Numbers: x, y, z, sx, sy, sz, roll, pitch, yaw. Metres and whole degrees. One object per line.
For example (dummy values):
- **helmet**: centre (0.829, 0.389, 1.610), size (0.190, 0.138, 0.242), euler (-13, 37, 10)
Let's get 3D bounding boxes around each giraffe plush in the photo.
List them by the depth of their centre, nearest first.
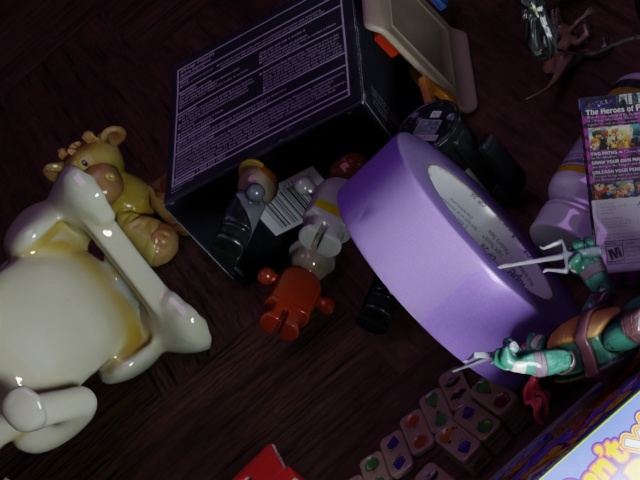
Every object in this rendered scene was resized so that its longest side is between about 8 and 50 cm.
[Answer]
- **giraffe plush**: centre (-0.283, -0.070, 2.136), size (0.181, 0.170, 0.210), euler (-45, 36, -6)

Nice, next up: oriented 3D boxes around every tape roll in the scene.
- **tape roll**: centre (0.143, 0.018, 1.565), size (0.090, 0.275, 0.275), euler (-43, 34, 16)

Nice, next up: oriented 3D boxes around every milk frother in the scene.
- **milk frother**: centre (0.148, -0.063, 1.774), size (0.143, 0.135, 0.129), euler (-48, 37, -9)

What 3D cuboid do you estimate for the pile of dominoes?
- **pile of dominoes**: centre (0.104, 0.244, 1.574), size (0.251, 0.040, 0.196), euler (-45, 36, -8)

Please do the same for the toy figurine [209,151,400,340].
- **toy figurine**: centre (0.000, 0.000, 1.780), size (0.213, 0.209, 0.148), euler (-8, 41, 36)

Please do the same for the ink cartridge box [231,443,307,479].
- **ink cartridge box**: centre (-0.035, 0.329, 1.565), size (0.134, 0.078, 0.231), euler (-44, 36, 5)

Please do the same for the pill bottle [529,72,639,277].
- **pill bottle**: centre (0.318, -0.066, 1.640), size (0.119, 0.119, 0.208), euler (14, 62, 48)

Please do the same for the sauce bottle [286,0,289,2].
- **sauce bottle**: centre (0.105, -0.420, 2.209), size (0.344, 0.111, 0.111), euler (-44, 36, -5)

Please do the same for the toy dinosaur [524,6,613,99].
- **toy dinosaur**: centre (0.308, -0.230, 1.894), size (0.093, 0.053, 0.183), euler (-32, 26, 37)

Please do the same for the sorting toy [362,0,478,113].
- **sorting toy**: centre (0.116, -0.261, 1.969), size (0.047, 0.196, 0.347), euler (-36, 34, 27)

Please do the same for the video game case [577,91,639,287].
- **video game case**: centre (0.381, -0.059, 1.531), size (0.232, 0.042, 0.210), euler (-5, 60, 7)

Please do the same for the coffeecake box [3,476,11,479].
- **coffeecake box**: centre (-0.380, 0.393, 1.825), size (0.142, 0.068, 0.185), euler (17, 65, 49)

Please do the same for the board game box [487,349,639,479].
- **board game box**: centre (0.262, 0.180, 1.358), size (0.347, 0.078, 0.233), euler (-41, -4, -2)

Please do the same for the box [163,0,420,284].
- **box**: centre (-0.031, -0.149, 1.983), size (0.296, 0.183, 0.294), euler (-25, 40, 20)

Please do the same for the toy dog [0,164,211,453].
- **toy dog**: centre (-0.414, 0.138, 1.900), size (0.408, 0.284, 0.395), euler (-40, 18, -25)

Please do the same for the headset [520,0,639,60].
- **headset**: centre (0.414, -0.277, 1.672), size (0.394, 0.185, 0.243), euler (-14, 24, 6)

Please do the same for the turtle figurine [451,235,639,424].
- **turtle figurine**: centre (0.239, 0.072, 1.366), size (0.234, 0.118, 0.175), euler (-23, 27, 39)
